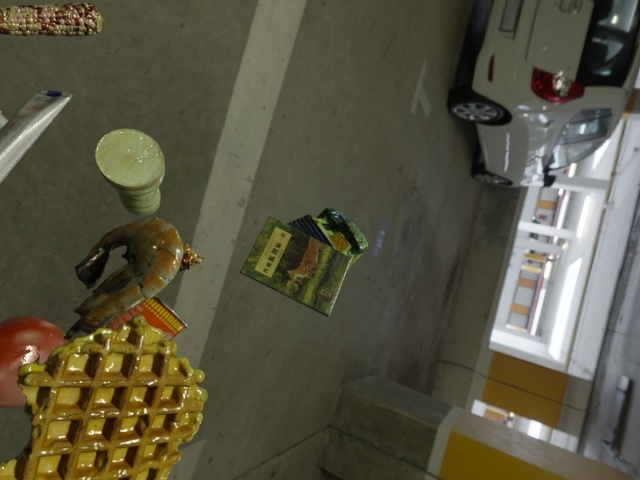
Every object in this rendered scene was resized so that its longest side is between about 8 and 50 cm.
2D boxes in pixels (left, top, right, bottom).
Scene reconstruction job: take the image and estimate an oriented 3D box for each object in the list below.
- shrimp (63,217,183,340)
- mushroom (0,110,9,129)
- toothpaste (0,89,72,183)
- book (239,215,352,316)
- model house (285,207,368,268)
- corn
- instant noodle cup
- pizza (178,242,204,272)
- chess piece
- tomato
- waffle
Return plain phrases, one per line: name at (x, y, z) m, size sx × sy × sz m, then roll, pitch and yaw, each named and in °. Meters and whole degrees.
shrimp at (-0.345, 0.053, 0.692) m, size 0.254 × 0.145 × 0.059 m, roll -33°, pitch 165°, yaw 4°
mushroom at (-1.071, -0.408, 1.360) m, size 0.278 × 0.096 × 0.099 m, roll 116°, pitch -17°, yaw -55°
toothpaste at (-0.682, -0.231, 0.935) m, size 0.066 × 0.100 × 0.323 m, roll 83°, pitch 19°, yaw -57°
book at (-0.053, 0.059, 0.981) m, size 0.160 × 0.228 × 0.024 m, roll -66°, pitch -171°, yaw -25°
model house at (0.000, 0.000, 1.257) m, size 0.170 × 0.194 × 0.211 m, roll -45°, pitch 156°, yaw 25°
corn at (-0.780, -0.640, 1.206) m, size 0.281 × 0.092 × 0.092 m, roll -18°, pitch 122°, yaw -31°
instant noodle cup at (-0.463, 0.225, 1.004) m, size 0.212 × 0.193 × 0.193 m, roll -48°, pitch 144°, yaw -22°
pizza at (-0.314, 0.040, 0.977) m, size 0.025 × 0.078 × 0.083 m, roll -61°, pitch 151°, yaw -69°
chess piece at (-0.736, -0.247, 1.667) m, size 0.234 × 0.234 × 0.442 m, roll -66°, pitch -169°, yaw -19°
tomato at (-1.061, 0.433, 1.482) m, size 0.321 × 0.322 × 0.321 m, roll -38°, pitch 135°, yaw -51°
waffle at (-0.297, 0.260, 0.576) m, size 0.281 × 0.058 × 0.300 m, roll 47°, pitch 65°, yaw -37°
